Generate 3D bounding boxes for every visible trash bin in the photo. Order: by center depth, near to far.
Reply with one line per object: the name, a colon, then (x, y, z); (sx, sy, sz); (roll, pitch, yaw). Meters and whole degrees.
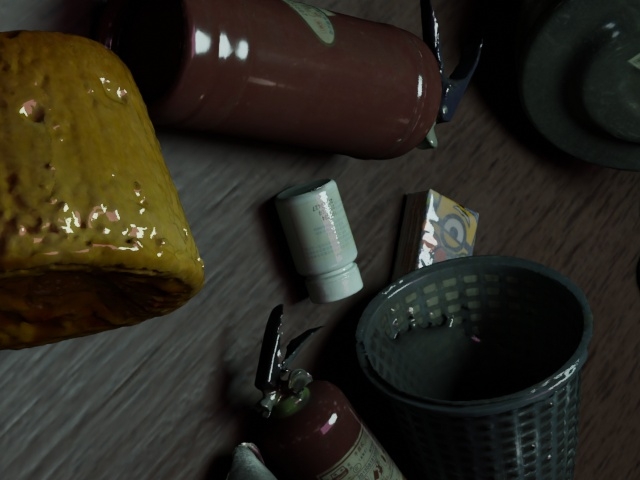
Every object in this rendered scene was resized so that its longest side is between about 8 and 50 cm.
trash bin: (0.122, 0.125, 1.260); (0.175, 0.175, 0.161); (-45, 135, -39)

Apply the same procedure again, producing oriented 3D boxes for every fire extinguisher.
fire extinguisher: (0.003, -0.130, 1.209); (0.344, 0.102, 0.138); (5, 81, -46)
fire extinguisher: (0.016, 0.150, 1.217); (0.231, 0.071, 0.099); (56, 47, -25)

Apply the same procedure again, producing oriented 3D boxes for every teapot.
teapot: (0.316, -0.223, 1.413); (0.239, 0.321, 0.239); (54, 28, -45)

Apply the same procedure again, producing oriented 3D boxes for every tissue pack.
tissue pack: (0.090, 0.009, 1.333); (0.063, 0.035, 0.083); (24, 68, -40)

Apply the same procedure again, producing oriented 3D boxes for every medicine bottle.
medicine bottle: (0.000, 0.000, 1.231); (0.047, 0.047, 0.083); (-31, 108, -44)

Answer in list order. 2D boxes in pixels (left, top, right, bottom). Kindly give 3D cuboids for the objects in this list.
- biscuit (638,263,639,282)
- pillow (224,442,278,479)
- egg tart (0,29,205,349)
biscuit: (0.385, 0.043, 1.639); (0.236, 0.039, 0.180); (36, 60, -40)
pillow: (-0.054, 0.211, 1.144); (0.091, 0.055, 0.135); (37, 51, 0)
egg tart: (-0.174, -0.025, 0.970); (0.202, 0.202, 0.147); (6, 67, -46)
